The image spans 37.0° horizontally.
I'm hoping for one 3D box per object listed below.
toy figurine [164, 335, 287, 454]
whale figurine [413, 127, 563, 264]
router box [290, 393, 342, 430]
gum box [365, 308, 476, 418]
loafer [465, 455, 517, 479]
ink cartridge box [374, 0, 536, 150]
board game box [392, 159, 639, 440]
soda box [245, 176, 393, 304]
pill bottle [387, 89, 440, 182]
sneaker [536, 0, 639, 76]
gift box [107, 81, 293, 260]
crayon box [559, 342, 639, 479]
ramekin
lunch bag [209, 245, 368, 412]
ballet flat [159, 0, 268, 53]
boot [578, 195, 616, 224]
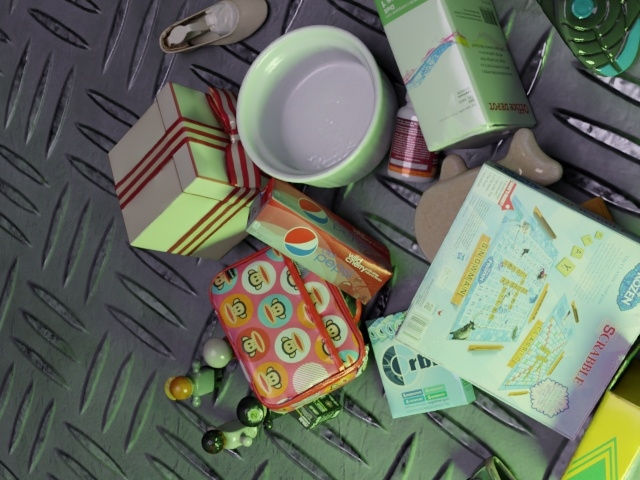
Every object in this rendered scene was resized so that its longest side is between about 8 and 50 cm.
[{"bbox_3d":[-0.182,0.304,1.893,0.209,0.148,0.213,-40,74,30],"label":"toy figurine"},{"bbox_3d":[0.280,-0.057,1.552,0.272,0.141,0.216,-49,65,27],"label":"whale figurine"},{"bbox_3d":[-0.030,0.297,1.826,0.122,0.092,0.038,44,117,21],"label":"router box"},{"bbox_3d":[0.178,0.213,1.711,0.157,0.041,0.184,-19,85,34],"label":"gum box"},{"bbox_3d":[0.356,0.472,1.595,0.267,0.096,0.084,39,109,26],"label":"loafer"},{"bbox_3d":[0.217,-0.289,1.531,0.117,0.201,0.278,-23,83,34],"label":"ink cartridge box"},{"bbox_3d":[0.320,0.089,1.450,0.318,0.066,0.319,30,109,11],"label":"board game box"},{"bbox_3d":[0.000,0.000,1.689,0.263,0.092,0.083,32,115,-17],"label":"soda box"},{"bbox_3d":[0.168,-0.180,1.646,0.086,0.086,0.152,17,105,31],"label":"pill bottle"},{"bbox_3d":[0.379,-0.409,1.473,0.125,0.139,0.341,-30,97,4],"label":"sneaker"},{"bbox_3d":[-0.212,-0.137,1.811,0.258,0.276,0.255,-40,60,34],"label":"gift box"},{"bbox_3d":[0.441,0.308,1.449,0.081,0.202,0.319,28,111,21],"label":"crayon box"},{"bbox_3d":[0.004,-0.225,1.685,0.277,0.135,0.277,-5,79,26],"label":"ramekin"},{"bbox_3d":[-0.041,0.147,1.767,0.258,0.120,0.293,-28,73,0],"label":"lunch bag"},{"bbox_3d":[-0.217,-0.419,1.875,0.248,0.086,0.086,-14,88,33],"label":"ballet flat"},{"bbox_3d":[0.371,0.075,1.545,0.295,0.104,0.211,-34,70,29],"label":"boot"}]
